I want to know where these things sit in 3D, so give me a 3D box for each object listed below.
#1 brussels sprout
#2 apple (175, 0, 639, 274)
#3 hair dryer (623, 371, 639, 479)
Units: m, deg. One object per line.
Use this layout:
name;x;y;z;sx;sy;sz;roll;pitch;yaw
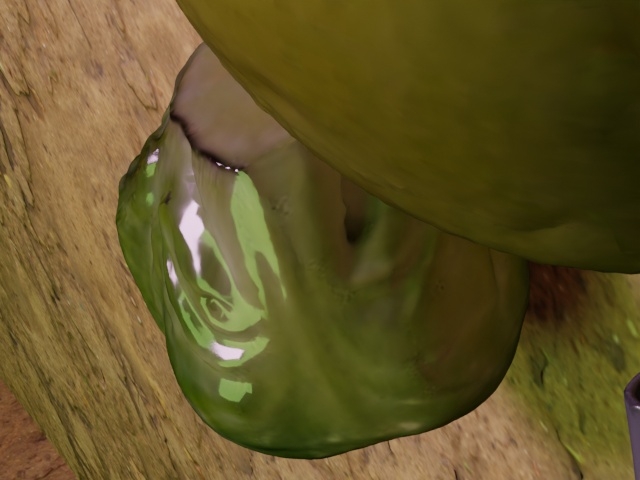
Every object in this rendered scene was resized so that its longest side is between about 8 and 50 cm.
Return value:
brussels sprout;0.000;0.000;0.837;0.244;0.244;0.244;50;159;27
apple;0.064;-0.123;0.424;0.258;0.233;0.295;52;161;33
hair dryer;0.272;0.214;0.653;0.361;0.121;0.301;11;121;54
